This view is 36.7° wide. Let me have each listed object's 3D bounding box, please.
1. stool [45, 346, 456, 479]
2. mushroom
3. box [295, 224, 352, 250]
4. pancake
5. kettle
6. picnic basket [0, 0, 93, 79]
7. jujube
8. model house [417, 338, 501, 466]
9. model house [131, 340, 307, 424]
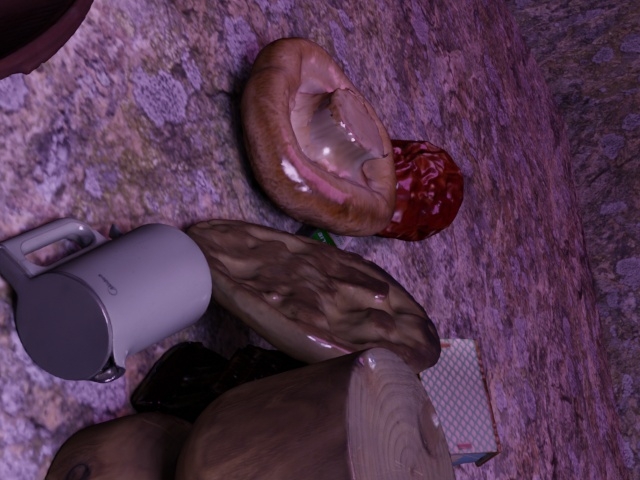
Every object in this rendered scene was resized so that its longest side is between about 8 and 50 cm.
[{"bbox_3d":[-0.049,0.196,0.717,0.179,0.264,0.179,47,33,-44],"label":"stool"},{"bbox_3d":[-0.004,-0.127,1.196,0.278,0.146,0.278,33,42,-36],"label":"mushroom"},{"bbox_3d":[0.000,0.000,1.238,0.049,0.041,0.207,66,24,-12],"label":"box"},{"bbox_3d":[-0.007,0.056,0.978,0.295,0.049,0.294,24,16,-7],"label":"pancake"},{"bbox_3d":[-0.171,0.037,0.783,0.148,0.098,0.126,-29,105,-62],"label":"kettle"},{"bbox_3d":[-0.303,-0.234,0.650,0.296,0.129,0.222,59,29,-25],"label":"picnic basket"},{"bbox_3d":[0.114,-0.072,1.408,0.230,0.155,0.155,-11,83,-59],"label":"jujube"},{"bbox_3d":[0.094,0.189,1.101,0.271,0.207,0.178,34,44,-53],"label":"model house"},{"bbox_3d":[-0.060,0.134,0.886,0.165,0.152,0.106,-58,132,-58],"label":"model house"}]
